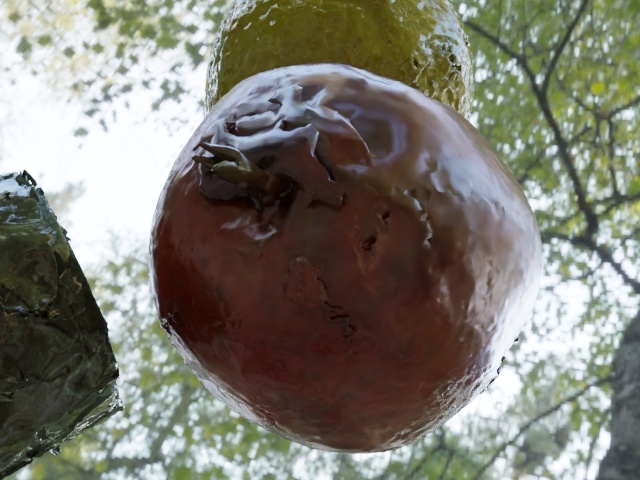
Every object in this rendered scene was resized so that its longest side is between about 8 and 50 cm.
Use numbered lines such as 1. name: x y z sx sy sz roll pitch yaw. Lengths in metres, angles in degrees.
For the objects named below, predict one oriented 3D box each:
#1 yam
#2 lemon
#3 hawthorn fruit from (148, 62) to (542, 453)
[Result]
1. yam: -0.307 0.104 0.723 0.241 0.348 0.241 41 -33 35
2. lemon: 0.016 -0.132 1.019 0.267 0.267 0.267 10 -47 11
3. hawthorn fruit: 0.000 0.000 0.745 0.276 0.276 0.307 0 -14 19
